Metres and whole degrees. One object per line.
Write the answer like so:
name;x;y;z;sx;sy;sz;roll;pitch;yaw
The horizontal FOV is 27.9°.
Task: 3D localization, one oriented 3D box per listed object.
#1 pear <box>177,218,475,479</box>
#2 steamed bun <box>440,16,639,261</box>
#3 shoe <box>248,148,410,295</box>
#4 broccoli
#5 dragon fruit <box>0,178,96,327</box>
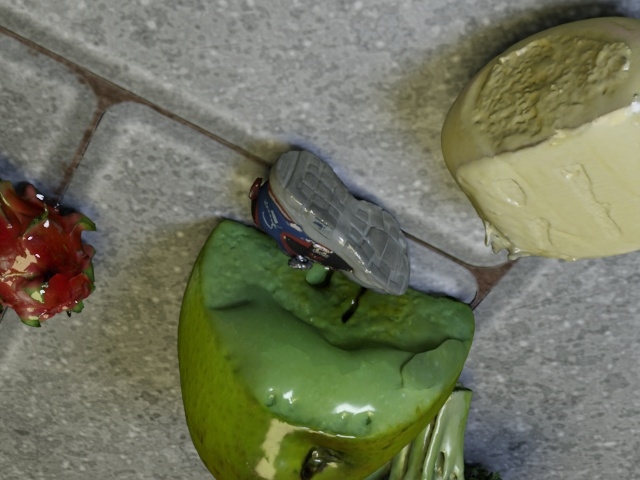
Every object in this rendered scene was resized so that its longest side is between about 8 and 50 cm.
pear;-0.022;0.176;1.489;0.342;0.318;0.238;20;131;1
steamed bun;0.263;-0.100;1.274;0.273;0.166;0.232;-19;137;35
shoe;0.000;-0.001;1.468;0.125;0.099;0.227;-28;121;35
broccoli;0.131;0.340;1.681;0.375;0.302;0.249;15;163;38
dragon fruit;-0.352;-0.005;1.537;0.137;0.135;0.236;-2;113;24
